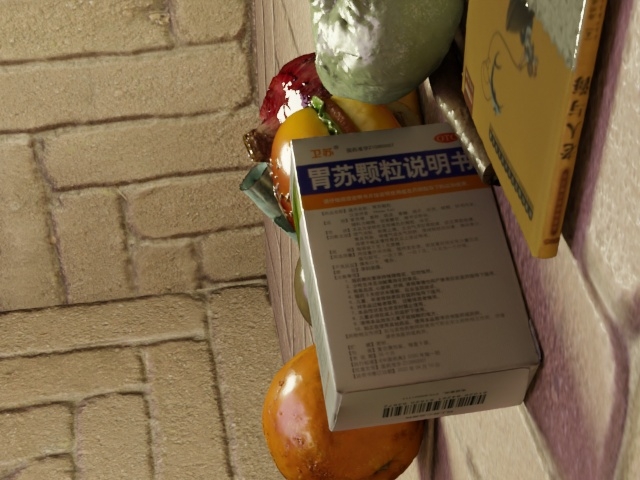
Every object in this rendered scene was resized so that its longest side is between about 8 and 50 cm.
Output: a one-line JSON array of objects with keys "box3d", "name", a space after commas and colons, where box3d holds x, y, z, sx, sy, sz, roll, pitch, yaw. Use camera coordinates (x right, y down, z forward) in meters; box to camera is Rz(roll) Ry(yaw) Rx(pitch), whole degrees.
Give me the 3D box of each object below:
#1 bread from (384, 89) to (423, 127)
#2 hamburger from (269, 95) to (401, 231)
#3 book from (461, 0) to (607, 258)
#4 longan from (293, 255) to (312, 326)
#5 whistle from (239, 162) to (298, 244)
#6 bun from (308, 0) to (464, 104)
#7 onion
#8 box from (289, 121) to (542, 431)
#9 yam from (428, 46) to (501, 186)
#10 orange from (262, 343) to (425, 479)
[{"box3d": [0.102, -0.169, 1.460, 0.062, 0.049, 0.103, 28, -132, -61], "name": "bread"}, {"box3d": [0.031, -0.067, 1.450, 0.246, 0.170, 0.246, 62, 173, 14], "name": "hamburger"}, {"box3d": [0.175, -0.212, 0.939, 0.269, 0.032, 0.388, -103, 11, -49], "name": "book"}, {"box3d": [0.047, 0.051, 1.623, 0.189, 0.189, 0.189, 174, 90, -83], "name": "longan"}, {"box3d": [0.000, 0.000, 1.785, 0.312, 0.062, 0.062, 44, -170, -23], "name": "whistle"}, {"box3d": [0.059, -0.254, 1.247, 0.212, 0.127, 0.203, 4, 76, 61], "name": "bun"}, {"box3d": [-0.007, -0.159, 1.684, 0.252, 0.219, 0.252, 167, 90, -76], "name": "onion"}, {"box3d": [0.085, 0.031, 1.177, 0.106, 0.200, 0.299, 93, 169, -57], "name": "box"}, {"box3d": [0.141, -0.159, 1.217, 0.045, 0.045, 0.326, 52, -168, -37], "name": "yam"}, {"box3d": [0.035, 0.256, 1.652, 0.240, 0.240, 0.239, 174, 90, -83], "name": "orange"}]
